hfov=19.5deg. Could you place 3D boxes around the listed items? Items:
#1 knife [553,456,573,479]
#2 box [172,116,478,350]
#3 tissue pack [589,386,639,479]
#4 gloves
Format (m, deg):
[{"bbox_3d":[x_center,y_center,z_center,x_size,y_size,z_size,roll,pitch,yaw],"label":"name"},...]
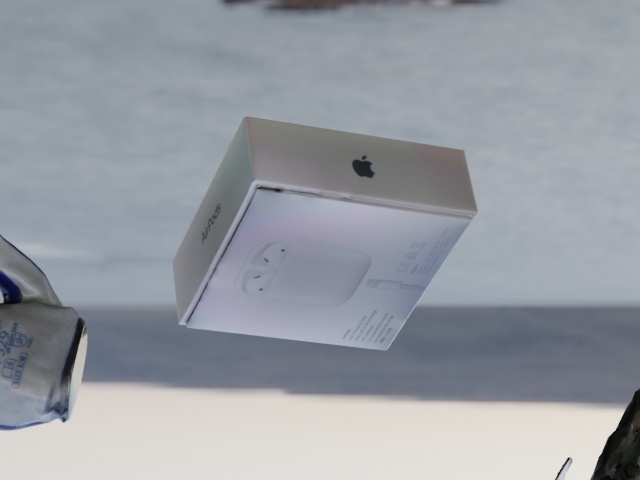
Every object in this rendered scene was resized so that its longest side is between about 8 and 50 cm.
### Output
[{"bbox_3d":[0.083,0.171,0.877,0.010,0.170,0.023,23,152,17],"label":"knife"},{"bbox_3d":[0.000,0.000,1.030,0.129,0.051,0.130,8,139,-20],"label":"box"},{"bbox_3d":[0.194,0.180,0.712,0.245,0.332,0.123,42,157,-19],"label":"tissue pack"},{"bbox_3d":[-0.112,0.024,0.562,0.086,0.064,0.026,12,157,-11],"label":"gloves"}]
